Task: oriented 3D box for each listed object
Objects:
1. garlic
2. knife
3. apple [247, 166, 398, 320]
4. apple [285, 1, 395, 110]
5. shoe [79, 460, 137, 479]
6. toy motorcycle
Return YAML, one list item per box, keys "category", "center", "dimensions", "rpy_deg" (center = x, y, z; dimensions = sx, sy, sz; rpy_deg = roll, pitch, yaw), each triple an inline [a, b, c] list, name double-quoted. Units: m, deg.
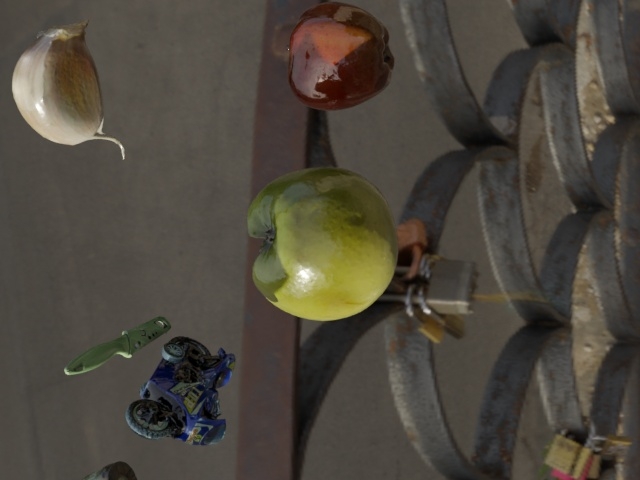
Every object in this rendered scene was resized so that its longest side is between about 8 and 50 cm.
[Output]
- category: "garlic"
  center: [-0.449, -0.233, 1.566]
  dimensions: [0.148, 0.266, 0.128]
  rpy_deg: [-10, 37, 1]
- category: "knife"
  center: [-0.315, 0.169, 1.420]
  dimensions: [0.020, 0.293, 0.043]
  rpy_deg: [-23, 93, 22]
- category: "apple"
  center: [0.012, 0.006, 1.686]
  dimensions: [0.233, 0.258, 0.295]
  rpy_deg: [1, 87, 51]
- category: "apple"
  center: [0.037, -0.389, 1.874]
  dimensions: [0.234, 0.234, 0.234]
  rpy_deg: [-7, 78, 32]
- category: "shoe"
  center: [-0.423, 0.603, 1.809]
  dimensions: [0.149, 0.109, 0.293]
  rpy_deg: [-19, 79, 33]
- category: "toy motorcycle"
  center: [-0.230, 0.271, 1.582]
  dimensions: [0.169, 0.315, 0.113]
  rpy_deg: [28, 114, -3]
